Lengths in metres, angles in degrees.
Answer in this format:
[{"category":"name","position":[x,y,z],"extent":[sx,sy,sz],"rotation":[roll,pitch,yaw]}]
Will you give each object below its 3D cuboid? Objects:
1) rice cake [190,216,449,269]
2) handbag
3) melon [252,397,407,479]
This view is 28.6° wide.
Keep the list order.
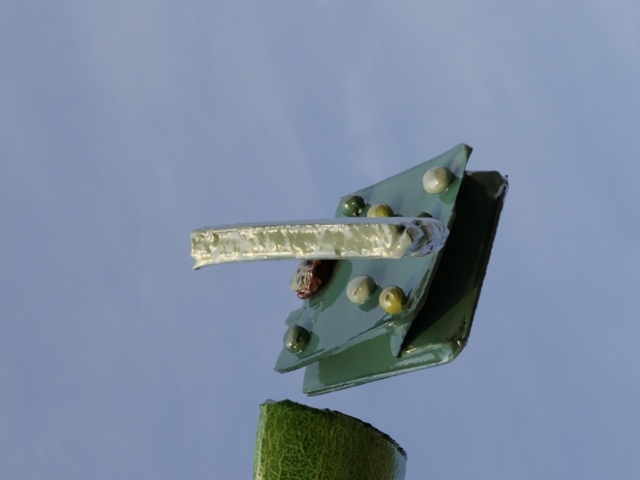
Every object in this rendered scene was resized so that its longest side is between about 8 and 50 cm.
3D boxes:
[{"category":"rice cake","position":[0.000,0.001,1.071],"extent":[0.124,0.211,0.038],"rotation":[-8,-84,-68]},{"category":"handbag","position":[0.070,0.030,1.435],"extent":[0.100,0.274,0.269],"rotation":[37,-122,-27]},{"category":"melon","position":[0.021,0.318,1.525],"extent":[0.265,0.129,0.169],"rotation":[50,-132,-49]}]
